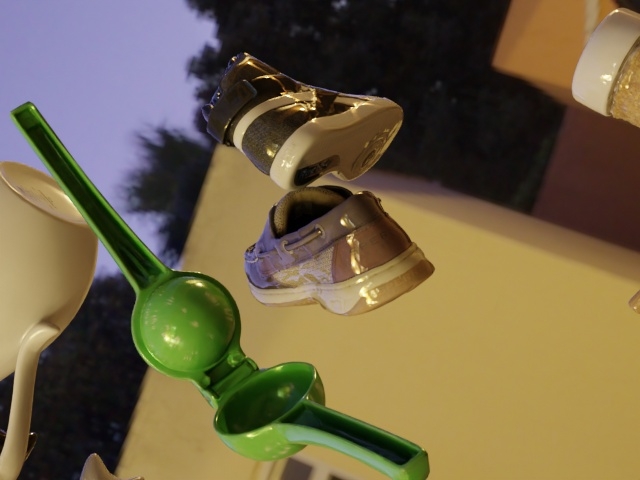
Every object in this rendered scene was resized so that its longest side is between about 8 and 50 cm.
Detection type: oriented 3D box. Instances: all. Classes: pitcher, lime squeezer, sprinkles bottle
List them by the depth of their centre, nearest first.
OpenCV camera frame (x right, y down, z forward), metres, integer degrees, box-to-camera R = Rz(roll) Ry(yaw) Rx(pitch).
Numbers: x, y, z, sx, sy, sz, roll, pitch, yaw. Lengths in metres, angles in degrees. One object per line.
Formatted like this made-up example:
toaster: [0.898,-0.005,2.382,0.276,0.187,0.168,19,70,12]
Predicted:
lime squeezer: [-0.057,0.046,0.612,0.059,0.310,0.110,-46,-36,-6]
pitcher: [-0.235,0.064,0.921,0.207,0.178,0.125,-56,-32,12]
sprinkles bottle: [0.461,-0.136,1.418,0.121,0.355,0.121,-45,-26,-30]

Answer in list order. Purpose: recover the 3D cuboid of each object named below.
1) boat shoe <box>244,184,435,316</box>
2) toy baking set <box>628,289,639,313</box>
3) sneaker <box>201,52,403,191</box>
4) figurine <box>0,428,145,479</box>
boat shoe: [0.000,0.000,1.020,0.103,0.092,0.285,-24,9,-16]
toy baking set: [0.411,0.014,1.237,0.256,0.030,0.196,-32,-44,-3]
sneaker: [-0.017,-0.109,1.040,0.079,0.121,0.217,-57,-15,19]
figurine: [-0.313,0.313,1.372,0.092,0.215,0.209,-43,26,64]
